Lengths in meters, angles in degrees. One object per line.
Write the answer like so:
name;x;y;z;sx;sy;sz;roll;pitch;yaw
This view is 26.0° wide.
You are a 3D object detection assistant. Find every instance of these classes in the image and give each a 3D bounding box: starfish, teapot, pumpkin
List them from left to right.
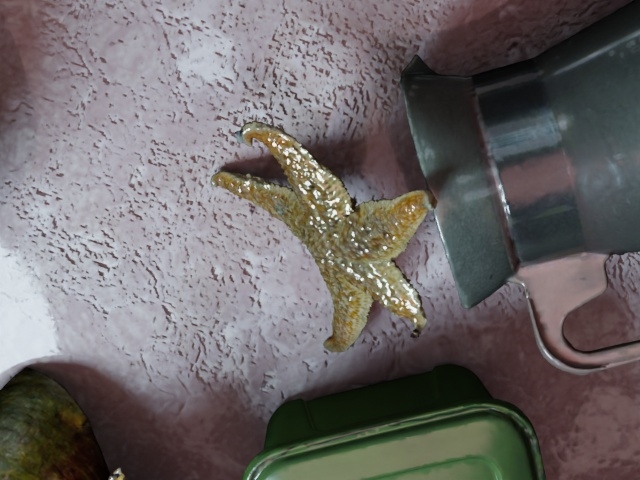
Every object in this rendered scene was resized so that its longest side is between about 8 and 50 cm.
pumpkin;-0.272;0.286;1.194;0.148;0.169;0.312;11;108;39
starfish;0.003;-0.004;1.140;0.231;0.295;0.048;41;65;11
teapot;0.258;-0.061;1.099;0.344;0.253;0.300;-15;84;8

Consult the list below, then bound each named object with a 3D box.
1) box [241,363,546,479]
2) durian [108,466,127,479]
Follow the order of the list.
box;0.077;0.282;1.234;0.253;0.178;0.328;-13;106;-1
durian;-0.144;0.370;1.126;0.191;0.112;0.341;-32;104;-1
